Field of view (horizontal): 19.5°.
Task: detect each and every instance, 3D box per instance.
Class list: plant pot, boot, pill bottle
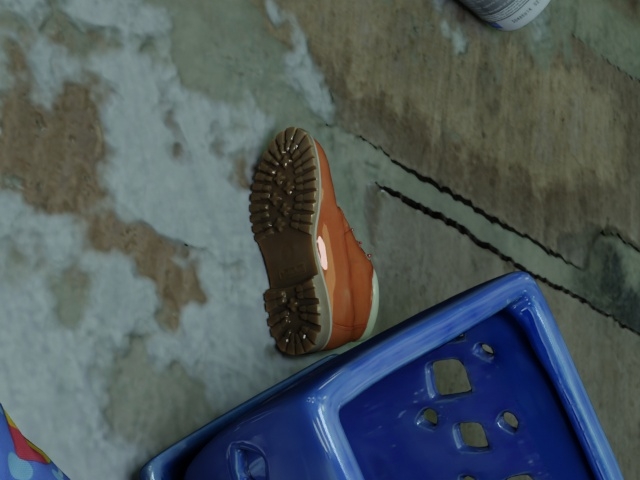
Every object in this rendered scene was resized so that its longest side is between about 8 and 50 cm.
[{"bbox_3d":[0.038,0.178,1.154,0.236,0.212,0.236,-27,95,-47],"label":"plant pot"},{"bbox_3d":[0.000,0.000,1.302,0.085,0.059,0.158,0,83,-49],"label":"boot"},{"bbox_3d":[0.121,-0.234,1.496,0.137,0.078,0.078,32,54,-34],"label":"pill bottle"}]

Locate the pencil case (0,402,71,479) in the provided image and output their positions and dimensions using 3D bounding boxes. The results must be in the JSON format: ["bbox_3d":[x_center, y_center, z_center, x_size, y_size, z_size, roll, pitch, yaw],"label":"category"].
[{"bbox_3d":[-0.141,0.220,1.021,0.306,0.119,0.133,50,64,-20],"label":"pencil case"}]
